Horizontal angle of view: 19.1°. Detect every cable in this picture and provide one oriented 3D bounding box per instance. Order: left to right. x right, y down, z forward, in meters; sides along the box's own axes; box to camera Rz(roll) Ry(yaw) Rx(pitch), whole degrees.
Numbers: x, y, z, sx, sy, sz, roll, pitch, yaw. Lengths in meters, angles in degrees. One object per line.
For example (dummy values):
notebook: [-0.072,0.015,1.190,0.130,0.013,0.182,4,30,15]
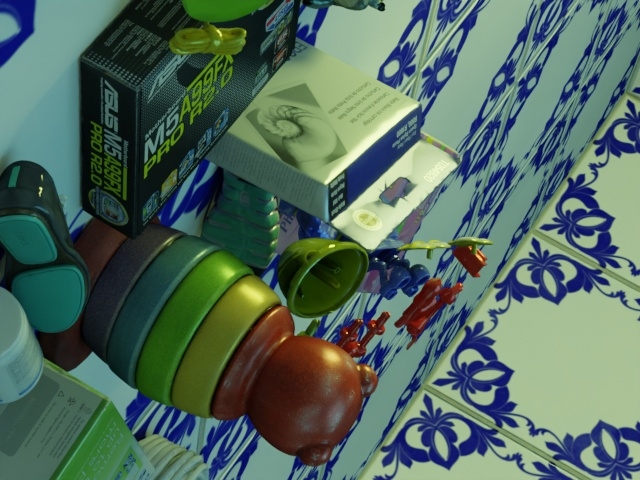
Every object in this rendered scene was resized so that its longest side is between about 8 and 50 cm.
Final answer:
cable: [-0.227,0.350,2.233,0.257,0.089,0.257,-59,168,-10]

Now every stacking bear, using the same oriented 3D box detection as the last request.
stacking bear: [-0.092,0.096,1.736,0.175,0.289,0.164,-55,166,-23]

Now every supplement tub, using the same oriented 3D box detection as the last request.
supplement tub: [-0.265,0.085,1.543,0.071,0.071,0.107,-56,167,-20]

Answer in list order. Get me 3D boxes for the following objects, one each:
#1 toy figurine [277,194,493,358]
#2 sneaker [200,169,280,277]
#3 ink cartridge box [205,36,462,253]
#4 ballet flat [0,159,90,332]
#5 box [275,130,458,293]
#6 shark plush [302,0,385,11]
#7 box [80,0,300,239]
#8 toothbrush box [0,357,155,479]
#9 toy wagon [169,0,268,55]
toy figurine: [0.000,0.000,2.131,0.362,0.217,0.191,-6,140,-52]
sneaker: [-0.064,-0.049,2.011,0.098,0.083,0.224,-54,166,-48]
ink cartridge box: [0.006,-0.101,1.838,0.223,0.224,0.045,-44,160,-53]
ballet flat: [-0.225,0.001,1.531,0.074,0.074,0.203,-55,161,-23]
box: [0.056,-0.054,2.372,0.213,0.117,0.243,-61,167,4]
shark plush: [0.036,-0.250,1.977,0.073,0.067,0.161,-60,167,-2]
box: [-0.106,-0.160,1.643,0.270,0.060,0.216,-53,165,-32]
toothbrush box: [-0.271,0.234,1.736,0.206,0.122,0.283,-57,168,-15]
toy wagon: [-0.033,-0.263,1.402,0.267,0.068,0.344,-4,150,-32]
